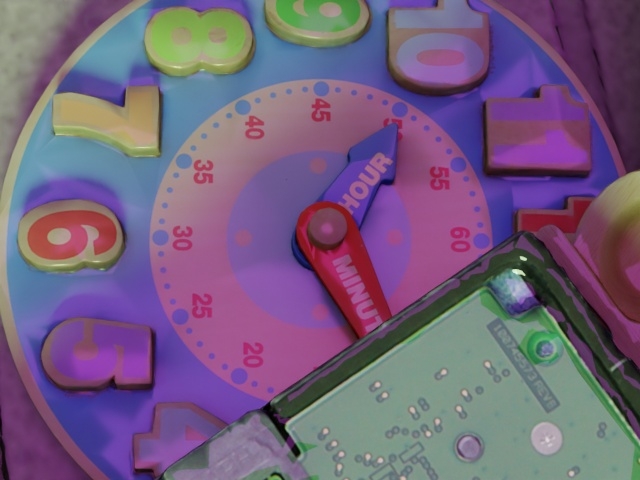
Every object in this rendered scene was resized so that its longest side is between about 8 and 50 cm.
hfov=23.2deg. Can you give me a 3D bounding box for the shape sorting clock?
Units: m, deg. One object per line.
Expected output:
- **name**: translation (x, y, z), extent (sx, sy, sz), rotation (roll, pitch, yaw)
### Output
- **shape sorting clock**: translation (0.000, 0.000, 0.497), extent (0.206, 0.040, 0.206), rotation (2, 74, -6)

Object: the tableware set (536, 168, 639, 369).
- **tableware set**: translation (0.154, 0.016, 0.458), extent (0.168, 0.020, 0.141), rotation (-34, 87, 10)

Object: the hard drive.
- **hard drive**: translation (0.055, 0.200, 0.417), extent (0.237, 0.064, 0.339), rotation (-35, 85, -8)
